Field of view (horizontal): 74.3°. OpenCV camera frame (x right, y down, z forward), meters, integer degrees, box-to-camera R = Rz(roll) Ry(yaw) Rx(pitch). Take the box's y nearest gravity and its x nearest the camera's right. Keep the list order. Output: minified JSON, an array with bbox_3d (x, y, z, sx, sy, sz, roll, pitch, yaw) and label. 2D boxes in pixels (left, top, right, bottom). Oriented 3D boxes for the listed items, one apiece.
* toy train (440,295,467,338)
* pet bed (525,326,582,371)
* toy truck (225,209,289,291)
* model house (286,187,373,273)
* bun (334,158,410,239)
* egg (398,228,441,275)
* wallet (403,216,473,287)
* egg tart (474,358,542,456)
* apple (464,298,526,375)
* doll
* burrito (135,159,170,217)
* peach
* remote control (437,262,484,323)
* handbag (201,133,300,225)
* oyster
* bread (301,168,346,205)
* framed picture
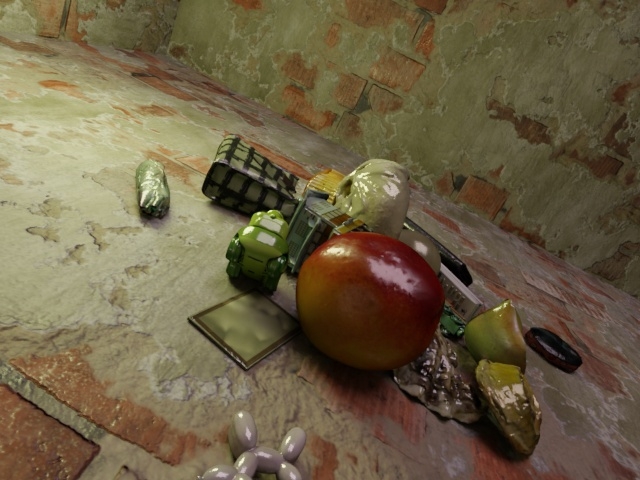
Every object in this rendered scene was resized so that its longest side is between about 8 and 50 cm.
[{"bbox_3d":[0.400,0.236,1.330,0.118,0.074,0.176,10,26,-42],"label":"toy train"},{"bbox_3d":[0.828,0.381,1.496,0.201,0.054,0.201,21,24,-10],"label":"pet bed"},{"bbox_3d":[-0.139,0.006,1.037,0.148,0.211,0.187,22,-12,-3],"label":"toy truck"},{"bbox_3d":[0.000,0.000,1.206,0.215,0.224,0.198,33,25,14],"label":"model house"},{"bbox_3d":[0.144,-0.091,1.390,0.219,0.365,0.365,18,24,-9],"label":"bun"},{"bbox_3d":[0.303,0.057,1.451,0.185,0.186,0.242,9,27,-35],"label":"egg"},{"bbox_3d":[0.441,0.028,1.735,0.406,0.062,0.228,46,0,35],"label":"wallet"},{"bbox_3d":[0.452,0.372,0.985,0.252,0.098,0.232,35,31,-42],"label":"egg tart"},{"bbox_3d":[0.470,0.292,1.146,0.119,0.265,0.193,-12,62,1],"label":"apple"},{"bbox_3d":[-0.095,0.333,0.617,0.160,0.059,0.160,22,22,-12],"label":"doll"},{"bbox_3d":[-0.485,-0.157,1.226,0.096,0.066,0.309,8,29,-27],"label":"burrito"},{"bbox_3d":[0.111,0.134,0.933,0.332,0.308,0.307,2,6,37],"label":"peach"},{"bbox_3d":[0.431,0.168,1.459,0.055,0.103,0.277,8,29,-34],"label":"remote control"},{"bbox_3d":[-0.230,-0.209,1.491,0.326,0.163,0.325,26,24,-17],"label":"handbag"},{"bbox_3d":[0.276,0.267,1.050,0.237,0.115,0.352,21,46,-20],"label":"oyster"},{"bbox_3d":[0.021,-0.159,1.604,0.156,0.204,0.288,24,28,14],"label":"bread"},{"bbox_3d":[-0.153,0.182,0.932,0.173,0.010,0.231,35,25,19],"label":"framed picture"}]
